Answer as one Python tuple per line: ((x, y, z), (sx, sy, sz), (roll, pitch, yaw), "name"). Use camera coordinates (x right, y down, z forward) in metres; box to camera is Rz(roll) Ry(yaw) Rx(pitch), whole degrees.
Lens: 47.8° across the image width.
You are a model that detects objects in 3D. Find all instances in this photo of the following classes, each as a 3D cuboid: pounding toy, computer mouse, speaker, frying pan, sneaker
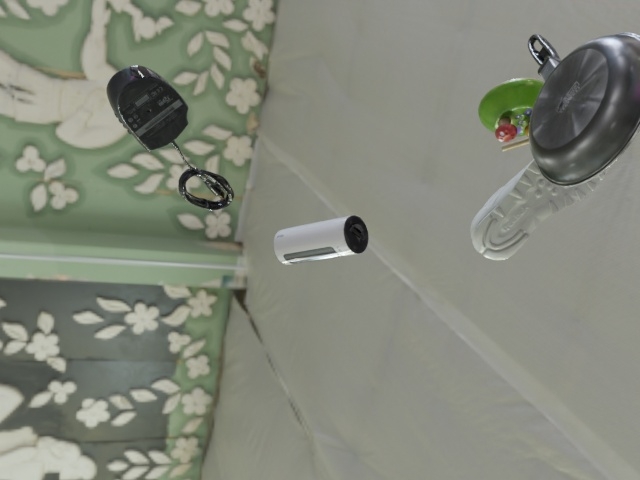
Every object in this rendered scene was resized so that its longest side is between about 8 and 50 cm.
((0.484, -0.269, 1.720), (0.183, 0.237, 0.110), (-17, -126, 26), "pounding toy")
((-0.170, -0.114, 0.843), (0.041, 0.071, 0.242), (49, -7, 39), "computer mouse")
((0.000, 0.000, 1.011), (0.136, 0.055, 0.055), (-10, -105, 41), "speaker")
((0.324, -0.215, 0.909), (0.197, 0.053, 0.326), (-46, -148, 50), "frying pan")
((0.305, -0.075, 1.027), (0.235, 0.090, 0.095), (-40, -171, 18), "sneaker")
